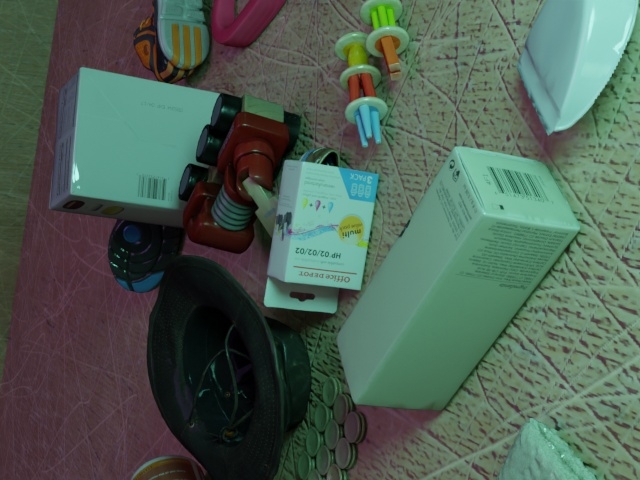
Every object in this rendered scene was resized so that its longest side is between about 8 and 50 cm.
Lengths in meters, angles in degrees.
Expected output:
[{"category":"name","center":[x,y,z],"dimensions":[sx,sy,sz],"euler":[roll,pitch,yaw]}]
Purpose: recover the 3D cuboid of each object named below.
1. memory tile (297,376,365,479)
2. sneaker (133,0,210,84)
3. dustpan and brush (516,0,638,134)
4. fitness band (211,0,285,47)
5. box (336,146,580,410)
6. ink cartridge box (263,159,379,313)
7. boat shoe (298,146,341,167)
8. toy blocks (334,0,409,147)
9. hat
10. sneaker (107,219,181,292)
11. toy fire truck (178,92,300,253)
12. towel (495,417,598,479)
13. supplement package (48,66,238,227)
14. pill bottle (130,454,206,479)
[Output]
[{"category":"memory tile","center":[0.012,0.252,1.335],"dimensions":[0.113,0.012,0.148],"euler":[51,127,56]},{"category":"sneaker","center":[-0.284,-0.437,2.007],"dimensions":[0.180,0.125,0.321],"euler":[-24,62,59]},{"category":"dustpan and brush","center":[0.246,-0.207,0.948],"dimensions":[0.147,0.060,0.211],"euler":[-97,20,-54]},{"category":"fitness band","center":[-0.106,-0.428,1.729],"dimensions":[0.291,0.054,0.209],"euler":[-38,52,56]},{"category":"box","center":[0.123,0.045,1.056],"dimensions":[0.275,0.113,0.094],"euler":[-59,34,37]},{"category":"ink cartridge box","center":[0.000,0.000,1.324],"dimensions":[0.061,0.104,0.181],"euler":[16,98,65]},{"category":"boat shoe","center":[-0.011,-0.032,1.390],"dimensions":[0.066,0.066,0.183],"euler":[162,116,-65]},{"category":"toy blocks","center":[0.066,-0.196,1.302],"dimensions":[0.123,0.054,0.148],"euler":[-49,41,49]},{"category":"hat","center":[-0.097,0.165,1.447],"dimensions":[0.331,0.134,0.331],"euler":[20,115,50]},{"category":"sneaker","center":[-0.295,-0.072,1.977],"dimensions":[0.139,0.125,0.340],"euler":[-75,-2,-74]},{"category":"toy fire truck","center":[-0.096,-0.046,1.520],"dimensions":[0.246,0.159,0.217],"euler":[-94,27,-45]},{"category":"towel","center":[0.208,0.295,0.885],"dimensions":[0.282,0.049,0.187],"euler":[55,130,56]},{"category":"supplement package","center":[-0.283,-0.140,1.761],"dimensions":[0.145,0.262,0.204],"euler":[-17,68,62]},{"category":"pill bottle","center":[-0.206,0.426,1.607],"dimensions":[0.216,0.121,0.121],"euler":[58,134,54]}]
